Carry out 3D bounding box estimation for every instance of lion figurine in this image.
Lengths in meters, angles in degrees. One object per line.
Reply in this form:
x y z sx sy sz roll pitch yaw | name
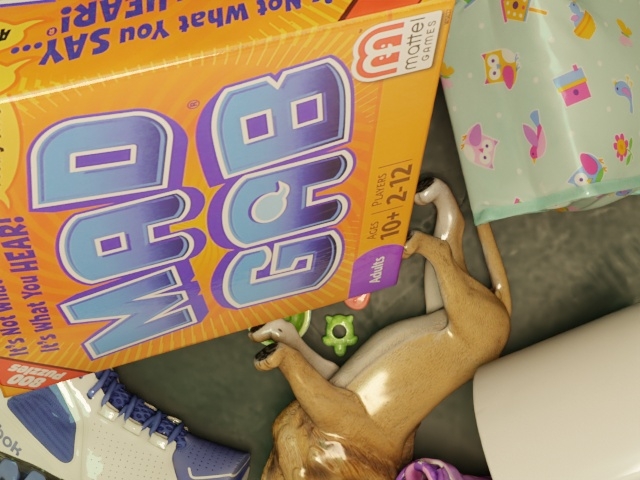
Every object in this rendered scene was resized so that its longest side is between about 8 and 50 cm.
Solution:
0.080 0.125 1.063 0.392 0.142 0.240 -38 108 -1 | lion figurine

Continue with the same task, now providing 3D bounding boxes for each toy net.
0.000 0.000 1.116 0.122 0.045 0.232 11 92 6 | toy net

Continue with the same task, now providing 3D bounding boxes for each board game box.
-0.146 -0.150 0.867 0.356 0.356 0.356 -16 59 -13 | board game box

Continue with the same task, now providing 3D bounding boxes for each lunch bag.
0.242 -0.141 1.013 0.160 0.262 0.223 -16 87 46 | lunch bag

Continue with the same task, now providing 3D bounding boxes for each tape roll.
0.267 0.197 0.979 0.169 0.246 0.246 -25 89 17 | tape roll

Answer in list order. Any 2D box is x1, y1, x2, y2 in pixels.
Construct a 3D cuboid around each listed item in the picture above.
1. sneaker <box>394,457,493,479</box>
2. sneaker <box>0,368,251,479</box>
0.125 0.252 1.030 0.236 0.095 0.105 -15 95 -39 | sneaker
-0.229 0.177 1.101 0.315 0.127 0.182 8 94 7 | sneaker
